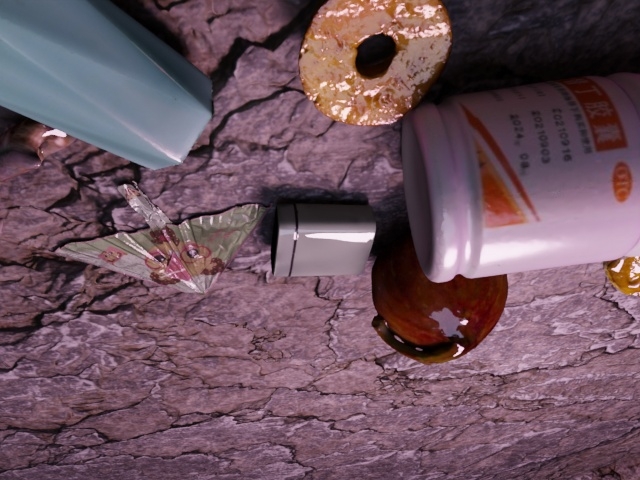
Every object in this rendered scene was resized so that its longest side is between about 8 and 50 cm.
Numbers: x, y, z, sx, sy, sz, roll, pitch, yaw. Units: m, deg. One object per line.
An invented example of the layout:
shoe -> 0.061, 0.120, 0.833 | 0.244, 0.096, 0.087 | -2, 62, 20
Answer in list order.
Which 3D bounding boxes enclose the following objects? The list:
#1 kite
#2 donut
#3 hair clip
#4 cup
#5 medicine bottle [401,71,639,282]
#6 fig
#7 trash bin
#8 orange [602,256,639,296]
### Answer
kite -> -0.213, 0.010, 0.792 | 0.323, 0.013, 0.268 | -11, 141, 4
donut -> 0.049, -0.188, 0.545 | 0.152, 0.058, 0.152 | -1, 135, -1
hair clip -> -0.401, -0.062, 0.631 | 0.300, 0.069, 0.173 | -22, 139, 18
cup -> -0.221, -0.159, 0.501 | 0.235, 0.148, 0.134 | 30, 102, -41
medicine bottle -> 0.259, -0.072, 0.613 | 0.316, 0.202, 0.202 | -8, 141, 1
fig -> 0.167, 0.078, 0.794 | 0.205, 0.205, 0.205 | -4, 141, -3
trash bin -> 0.000, 0.000, 0.775 | 0.130, 0.059, 0.116 | 0, 141, -10
orange -> 0.506, 0.016, 0.831 | 0.170, 0.112, 0.160 | 48, 129, -8
